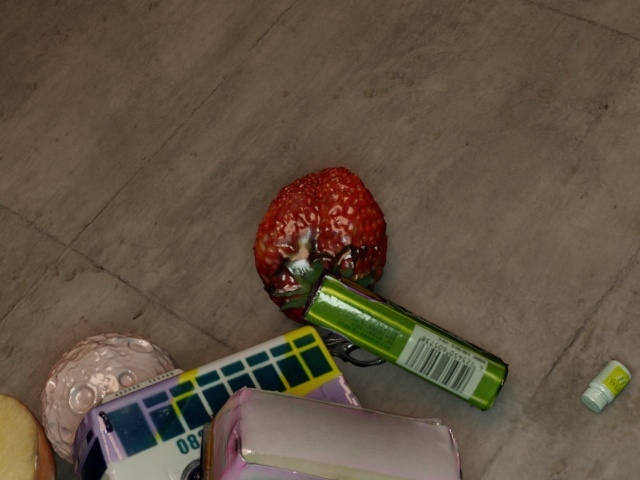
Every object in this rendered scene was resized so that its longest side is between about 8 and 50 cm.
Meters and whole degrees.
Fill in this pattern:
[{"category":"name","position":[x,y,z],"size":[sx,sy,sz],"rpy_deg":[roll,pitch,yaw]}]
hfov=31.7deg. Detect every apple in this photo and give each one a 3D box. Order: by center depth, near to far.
[{"category":"apple","position":[-0.581,0.432,1.974],"size":[0.293,0.163,0.251],"rpy_deg":[-29,51,2]}]

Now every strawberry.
[{"category":"strawberry","position":[0.000,0.000,2.065],"size":[0.250,0.239,0.288],"rpy_deg":[-15,45,1]}]

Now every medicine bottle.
[{"category":"medicine bottle","position":[0.475,0.242,1.869],"size":[0.047,0.047,0.083],"rpy_deg":[35,71,32]}]

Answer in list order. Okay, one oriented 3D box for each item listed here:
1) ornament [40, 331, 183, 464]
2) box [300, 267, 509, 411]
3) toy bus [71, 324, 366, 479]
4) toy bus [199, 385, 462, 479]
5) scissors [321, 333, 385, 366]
[{"category":"ornament","position":[-0.356,0.291,1.950],"size":[0.259,0.259,0.225],"rpy_deg":[1,40,17]},{"category":"box","position":[0.139,0.168,1.877],"size":[0.345,0.134,0.097],"rpy_deg":[27,95,-4]},{"category":"toy bus","position":[-0.169,0.316,1.775],"size":[0.439,0.209,0.249],"rpy_deg":[-19,68,-31]},{"category":"toy bus","position":[0.030,0.329,1.620],"size":[0.386,0.162,0.171],"rpy_deg":[12,54,-17]},{"category":"scissors","position":[-0.009,0.196,2.060],"size":[0.299,0.022,0.109],"rpy_deg":[-9,51,12]}]
